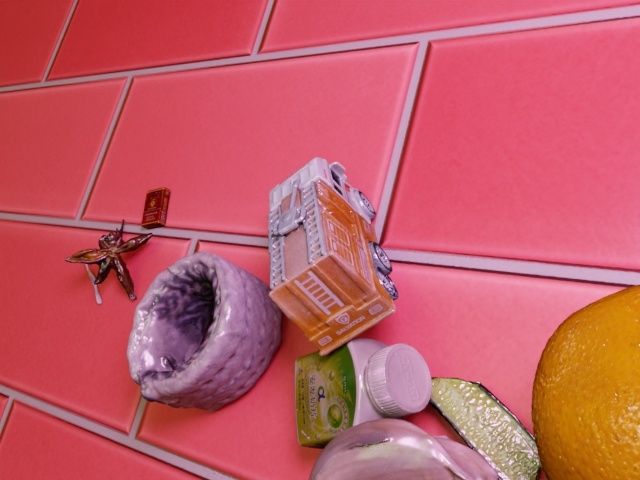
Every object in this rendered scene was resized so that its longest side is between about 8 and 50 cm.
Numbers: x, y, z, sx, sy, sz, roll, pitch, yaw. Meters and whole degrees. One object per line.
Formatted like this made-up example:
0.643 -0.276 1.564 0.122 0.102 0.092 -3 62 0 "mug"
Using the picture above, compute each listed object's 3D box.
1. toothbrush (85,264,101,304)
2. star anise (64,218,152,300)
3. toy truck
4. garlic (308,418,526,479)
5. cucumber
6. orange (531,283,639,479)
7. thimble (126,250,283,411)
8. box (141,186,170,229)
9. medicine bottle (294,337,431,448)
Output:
-0.489 0.086 1.327 0.011 0.013 0.131 -46 53 21 "toothbrush"
-0.422 0.028 1.278 0.144 0.158 0.140 176 117 -81 "star anise"
0.000 0.000 0.899 0.136 0.162 0.305 -34 31 17 "toy truck"
0.110 0.325 0.703 0.292 0.210 0.237 -58 38 16 "garlic"
0.206 0.230 0.787 0.070 0.046 0.220 -48 54 4 "cucumber"
0.338 0.171 0.586 0.274 0.274 0.274 -13 63 29 "orange"
-0.186 0.152 1.009 0.217 0.157 0.245 29 87 41 "thimble"
-0.343 -0.067 1.290 0.051 0.023 0.082 -9 65 29 "box"
0.052 0.204 0.837 0.188 0.088 0.132 -30 53 44 "medicine bottle"
